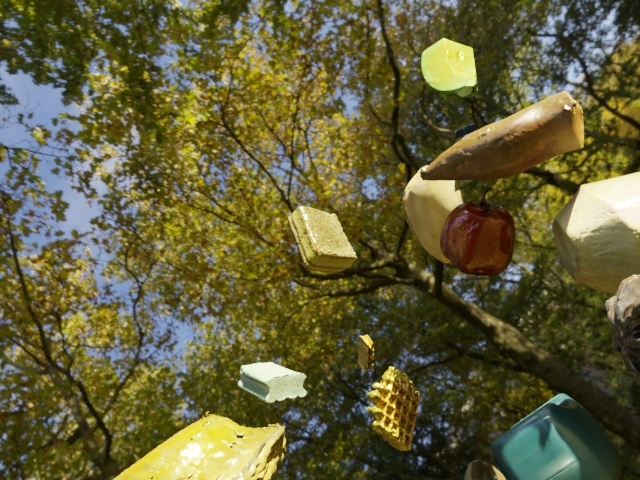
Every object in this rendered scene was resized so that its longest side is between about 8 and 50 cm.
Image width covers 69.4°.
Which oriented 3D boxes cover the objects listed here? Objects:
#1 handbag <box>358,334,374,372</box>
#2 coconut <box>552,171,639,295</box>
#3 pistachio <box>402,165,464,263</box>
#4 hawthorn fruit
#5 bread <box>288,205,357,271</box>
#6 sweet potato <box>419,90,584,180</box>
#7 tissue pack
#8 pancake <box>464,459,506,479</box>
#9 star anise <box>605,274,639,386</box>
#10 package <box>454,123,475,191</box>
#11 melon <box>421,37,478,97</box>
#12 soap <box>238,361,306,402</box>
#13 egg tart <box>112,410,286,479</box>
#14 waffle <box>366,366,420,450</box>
[{"bbox_3d":[0.119,0.295,1.208,0.027,0.061,0.083,-3,-75,-13],"label":"handbag"},{"bbox_3d":[0.589,-0.005,0.869,0.259,0.259,0.259,-24,-56,-42],"label":"coconut"},{"bbox_3d":[0.361,-0.083,1.425,0.188,0.188,0.299,-29,-80,-39],"label":"pistachio"},{"bbox_3d":[0.346,-0.023,1.005,0.157,0.157,0.193,-17,-61,-45],"label":"hawthorn fruit"},{"bbox_3d":[0.000,0.000,1.644,0.184,0.234,0.110,9,-47,-36],"label":"bread"},{"bbox_3d":[0.362,-0.181,0.952,0.131,0.337,0.131,37,-139,-41],"label":"sweet potato"},{"bbox_3d":[0.502,0.453,0.959,0.198,0.206,0.288,-47,-30,17],"label":"tissue pack"},{"bbox_3d":[0.386,0.578,0.963,0.042,0.236,0.223,-49,-22,21],"label":"pancake"},{"bbox_3d":[0.334,0.102,0.484,0.141,0.042,0.140,-11,-90,-75],"label":"star anise"},{"bbox_3d":[0.413,-0.239,1.325,0.171,0.027,0.173,-28,-58,-48],"label":"package"},{"bbox_3d":[0.445,-0.549,1.541,0.124,0.196,0.323,102,177,-47],"label":"melon"},{"bbox_3d":[-0.132,0.367,1.210,0.115,0.198,0.063,2,-96,-32],"label":"soap"},{"bbox_3d":[-0.257,0.456,0.840,0.443,0.178,0.443,-38,-9,-7],"label":"egg tart"},{"bbox_3d":[0.226,0.509,1.459,0.219,0.057,0.229,44,-132,-29],"label":"waffle"}]
